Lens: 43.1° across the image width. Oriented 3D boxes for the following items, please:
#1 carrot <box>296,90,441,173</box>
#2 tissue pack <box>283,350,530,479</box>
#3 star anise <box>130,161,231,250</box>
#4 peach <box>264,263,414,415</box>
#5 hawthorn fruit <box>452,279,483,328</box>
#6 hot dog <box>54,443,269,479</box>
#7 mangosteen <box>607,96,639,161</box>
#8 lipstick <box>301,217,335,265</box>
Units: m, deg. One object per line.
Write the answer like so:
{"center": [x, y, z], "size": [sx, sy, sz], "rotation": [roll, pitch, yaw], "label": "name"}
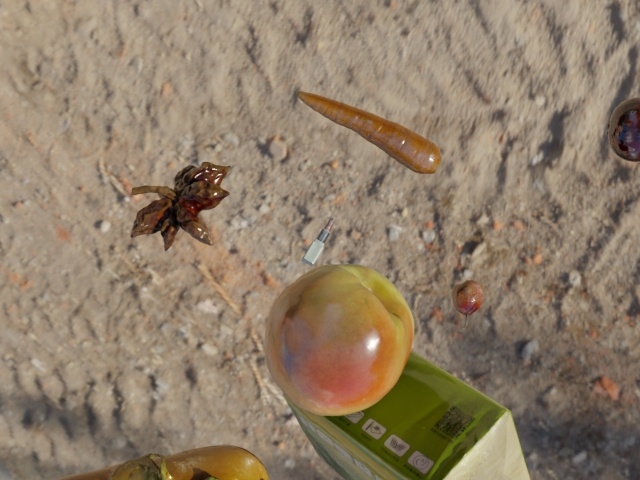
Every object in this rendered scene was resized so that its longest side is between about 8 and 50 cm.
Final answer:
{"center": [0.066, -0.148, 1.070], "size": [0.216, 0.048, 0.048], "rotation": [27, 128, -8], "label": "carrot"}
{"center": [0.114, 0.261, 1.069], "size": [0.275, 0.167, 0.200], "rotation": [29, 151, 45], "label": "tissue pack"}
{"center": [-0.256, -0.074, 1.529], "size": [0.196, 0.212, 0.111], "rotation": [27, 152, 31], "label": "star anise"}
{"center": [0.022, 0.119, 0.959], "size": [0.184, 0.184, 0.184], "rotation": [10, 125, 15], "label": "peach"}
{"center": [0.298, 0.132, 1.637], "size": [0.067, 0.103, 0.066], "rotation": [1, 154, 0], "label": "hawthorn fruit"}
{"center": [-0.144, 0.199, 0.511], "size": [0.270, 0.072, 0.109], "rotation": [-19, 112, -4], "label": "hot dog"}
{"center": [0.392, -0.135, 0.991], "size": [0.081, 0.081, 0.081], "rotation": [10, 125, 15], "label": "mangosteen"}
{"center": [0.000, 0.000, 1.598], "size": [0.025, 0.107, 0.025], "rotation": [31, 162, -1], "label": "lipstick"}
